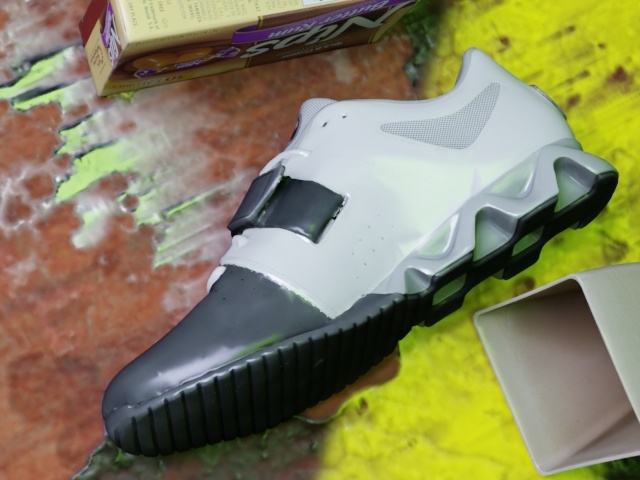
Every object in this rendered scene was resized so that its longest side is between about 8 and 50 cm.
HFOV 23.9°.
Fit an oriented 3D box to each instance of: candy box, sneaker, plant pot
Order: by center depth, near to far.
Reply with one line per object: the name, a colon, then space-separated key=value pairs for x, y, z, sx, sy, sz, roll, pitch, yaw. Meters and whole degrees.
sneaker: x=0.000 y=0.000 z=0.878 sx=0.330 sy=0.122 sz=0.146 roll=-30 pitch=71 yaw=-19
candy box: x=-0.039 y=-0.138 z=0.885 sx=0.186 sy=0.109 sz=0.053 roll=-12 pitch=83 yaw=-20
plant pot: x=0.176 y=0.068 z=0.917 sx=0.096 sy=0.109 sz=0.109 roll=-20 pitch=85 yaw=-33
